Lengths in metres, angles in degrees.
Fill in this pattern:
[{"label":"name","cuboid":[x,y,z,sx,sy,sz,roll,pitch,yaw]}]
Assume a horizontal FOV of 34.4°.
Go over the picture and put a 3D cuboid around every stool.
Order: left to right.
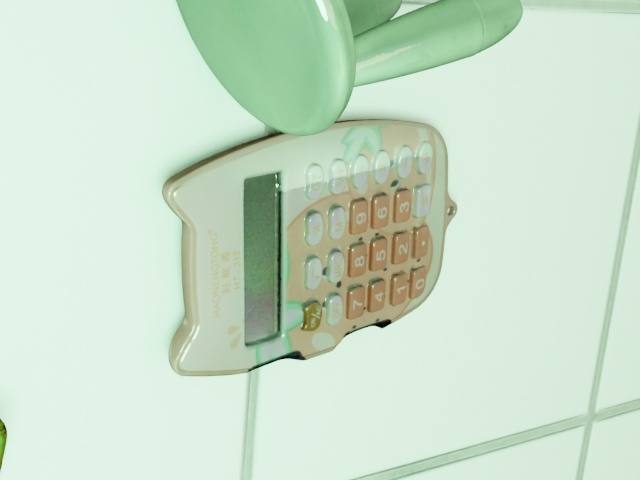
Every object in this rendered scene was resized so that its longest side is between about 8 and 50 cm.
[{"label":"stool","cuboid":[0.017,-0.204,0.774,0.198,0.195,0.195,-32,123,-24]}]

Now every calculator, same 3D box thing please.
[{"label":"calculator","cuboid":[0.000,0.000,0.934,0.329,0.048,0.220,-12,112,-35]}]

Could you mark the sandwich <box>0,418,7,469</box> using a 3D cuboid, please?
[{"label":"sandwich","cuboid":[-0.276,0.185,0.777,0.074,0.074,0.117,-11,112,-32]}]
